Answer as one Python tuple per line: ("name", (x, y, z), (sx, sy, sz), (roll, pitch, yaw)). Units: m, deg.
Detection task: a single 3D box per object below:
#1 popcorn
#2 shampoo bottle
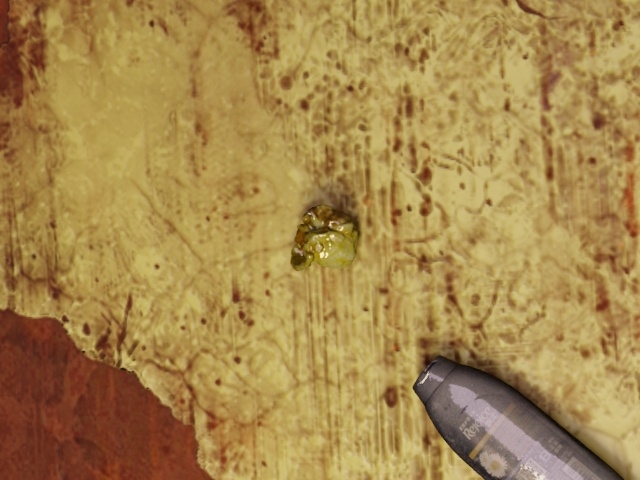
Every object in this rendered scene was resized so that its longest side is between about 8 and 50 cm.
("popcorn", (0.001, 0.002, 1.589), (0.083, 0.059, 0.068), (-37, 80, 21))
("shampoo bottle", (0.188, 0.199, 1.537), (0.233, 0.049, 0.087), (39, 101, 13))
